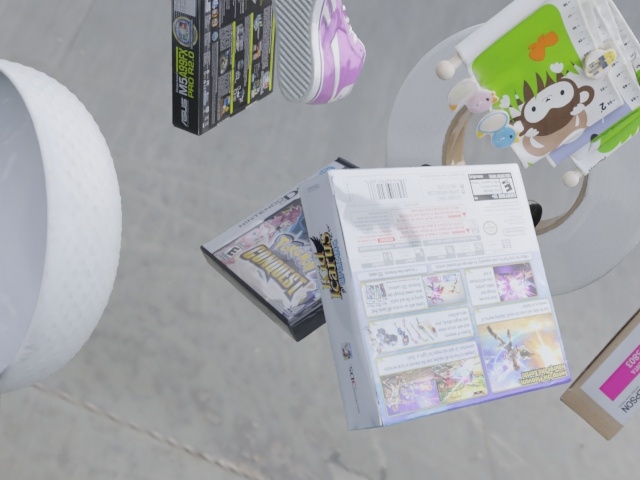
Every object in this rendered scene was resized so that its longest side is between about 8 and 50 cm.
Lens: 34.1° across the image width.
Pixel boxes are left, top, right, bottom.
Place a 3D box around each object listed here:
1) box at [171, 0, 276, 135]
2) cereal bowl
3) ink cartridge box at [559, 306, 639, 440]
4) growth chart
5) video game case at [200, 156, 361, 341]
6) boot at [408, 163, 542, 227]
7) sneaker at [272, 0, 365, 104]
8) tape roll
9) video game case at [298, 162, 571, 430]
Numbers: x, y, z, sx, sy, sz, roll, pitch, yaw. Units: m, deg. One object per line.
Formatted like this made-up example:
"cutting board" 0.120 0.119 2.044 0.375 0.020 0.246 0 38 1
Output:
"box" -0.154 -0.333 1.703 0.060 0.270 0.216 23 39 24
"cereal bowl" -0.312 -0.011 1.073 0.141 0.339 0.339 5 35 -47
"ink cartridge box" 0.444 0.141 1.388 0.088 0.235 0.193 44 21 17
"growth chart" 0.214 -0.137 0.916 0.237 0.172 0.021 34 18 -41
"video game case" 0.000 0.000 1.386 0.275 0.248 0.035 35 -26 54
"boot" 0.196 -0.049 1.322 0.137 0.077 0.198 32 5 25
"sneaker" 0.006 -0.360 1.672 0.102 0.282 0.161 13 14 38
"tape roll" 0.275 -0.113 1.426 0.392 0.392 0.072 39 31 14
"video game case" 0.120 0.048 1.057 0.269 0.061 0.244 -5 78 -37
